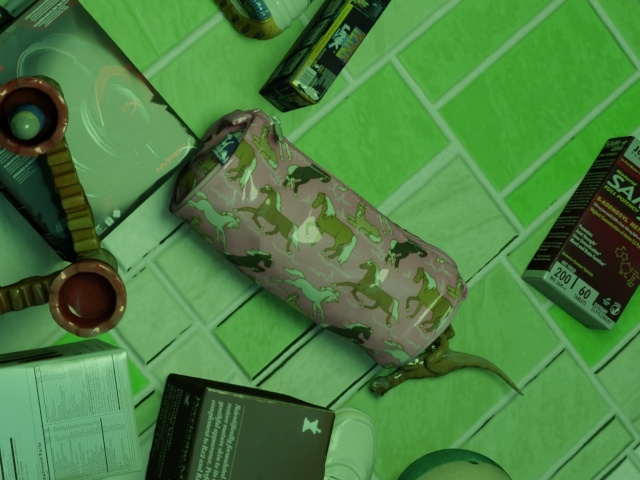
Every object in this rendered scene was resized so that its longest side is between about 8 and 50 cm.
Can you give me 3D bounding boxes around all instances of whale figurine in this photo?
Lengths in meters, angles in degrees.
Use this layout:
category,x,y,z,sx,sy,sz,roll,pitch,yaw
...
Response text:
category,x,y,z,sx,sy,sz,roll,pitch,yaw
whale figurine,0.159,0.396,2.048,0.216,0.141,0.272,6,113,-18

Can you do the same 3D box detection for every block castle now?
category,x,y,z,sx,sy,sz,roll,pitch,yaw
block castle,-0.461,0.001,1.707,0.453,0.213,0.303,-15,103,-1

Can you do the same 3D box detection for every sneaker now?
category,x,y,z,sx,sy,sz,roll,pitch,yaw
sneaker,0.005,0.355,1.987,0.110,0.118,0.292,25,81,-15
sneaker,-0.111,-0.401,1.957,0.131,0.112,0.296,-41,111,-23

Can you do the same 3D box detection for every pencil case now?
category,x,y,z,sx,sy,sz,roll,pitch,yaw
pencil case,0.000,0.000,1.963,0.386,0.167,0.160,38,47,-15

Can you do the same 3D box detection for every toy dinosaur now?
category,x,y,z,sx,sy,sz,roll,pitch,yaw
toy dinosaur,0.163,0.158,2.076,0.212,0.064,0.112,-6,113,-11

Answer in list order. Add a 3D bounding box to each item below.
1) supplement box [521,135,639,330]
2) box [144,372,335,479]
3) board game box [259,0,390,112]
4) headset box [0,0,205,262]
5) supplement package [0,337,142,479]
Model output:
category,x,y,z,sx,sy,sz,roll,pitch,yaw
supplement box,0.397,-0.010,2.137,0.130,0.073,0.239,36,79,-15
box,-0.104,0.264,1.904,0.167,0.203,0.168,13,86,-18
board game box,0.005,-0.245,1.967,0.048,0.141,0.170,38,79,-14
headset box,-0.321,-0.150,1.875,0.218,0.110,0.293,-43,103,-12
supplement package,-0.335,0.206,1.830,0.203,0.194,0.149,-8,92,-19
